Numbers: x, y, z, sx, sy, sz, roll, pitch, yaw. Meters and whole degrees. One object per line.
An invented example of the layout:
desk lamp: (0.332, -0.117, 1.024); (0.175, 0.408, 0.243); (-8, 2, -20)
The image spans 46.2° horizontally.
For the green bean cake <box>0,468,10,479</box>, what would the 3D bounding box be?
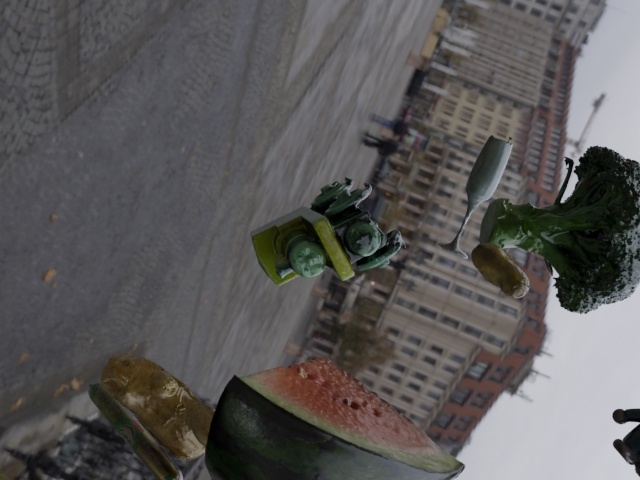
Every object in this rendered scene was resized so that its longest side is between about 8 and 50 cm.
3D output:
green bean cake: (-0.324, 0.270, 0.568); (0.202, 0.285, 0.310); (-42, 142, -22)

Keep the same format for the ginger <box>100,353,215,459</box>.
ginger: (-0.203, 0.230, 1.009); (0.081, 0.205, 0.115); (-52, 177, -19)

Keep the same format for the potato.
potato: (0.236, 0.039, 0.976); (0.045, 0.092, 0.046); (-47, 151, 3)

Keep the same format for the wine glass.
wine glass: (0.320, -0.094, 1.533); (0.074, 0.074, 0.262); (-55, 166, -76)

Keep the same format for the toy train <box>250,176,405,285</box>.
toy train: (0.000, 0.000, 1.342); (0.237, 0.150, 0.369); (-28, -172, -4)

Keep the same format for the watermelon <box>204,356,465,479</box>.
watermelon: (-0.012, 0.174, 0.569); (0.145, 0.193, 0.137); (-59, -163, 14)

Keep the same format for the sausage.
sausage: (-0.267, 0.274, 1.071); (0.033, 0.269, 0.032); (-23, 127, -34)

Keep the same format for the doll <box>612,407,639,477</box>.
doll: (0.383, 0.191, 0.781); (0.152, 0.114, 0.085); (-42, 143, 5)

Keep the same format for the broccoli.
broccoli: (0.434, -0.022, 1.270); (0.297, 0.297, 0.297); (-170, -90, -85)
